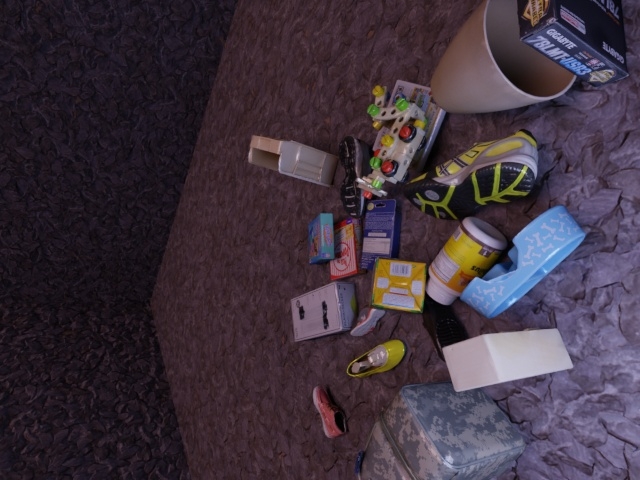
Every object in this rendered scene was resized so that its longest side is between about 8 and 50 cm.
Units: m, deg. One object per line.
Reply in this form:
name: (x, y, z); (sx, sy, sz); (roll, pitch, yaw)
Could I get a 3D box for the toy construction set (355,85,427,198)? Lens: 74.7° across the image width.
toy construction set: (0.189, -0.267, 1.197); (0.215, 0.151, 0.327); (33, 113, 46)

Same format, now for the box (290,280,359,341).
box: (0.011, 0.261, 1.502); (0.290, 0.087, 0.168); (-31, 61, 49)

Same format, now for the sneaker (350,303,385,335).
sneaker: (0.149, 0.245, 1.349); (0.158, 0.061, 0.064); (-51, 36, 24)

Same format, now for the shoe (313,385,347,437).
shoe: (0.035, 0.584, 1.448); (0.081, 0.064, 0.177); (-42, 59, 42)

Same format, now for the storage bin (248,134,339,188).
storage bin: (-0.109, -0.309, 1.606); (0.262, 0.261, 0.123); (28, 104, 52)

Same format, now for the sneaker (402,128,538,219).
sneaker: (0.371, -0.157, 1.056); (0.385, 0.145, 0.147); (-8, 46, 57)

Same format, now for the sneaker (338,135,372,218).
sneaker: (0.130, -0.208, 1.396); (0.100, 0.108, 0.271); (2, 93, 51)

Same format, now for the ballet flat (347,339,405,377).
ballet flat: (0.162, 0.370, 1.285); (0.231, 0.077, 0.077); (-44, 51, 42)

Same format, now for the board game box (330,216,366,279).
board game box: (0.089, 0.033, 1.461); (0.147, 0.045, 0.193); (-24, 66, 52)

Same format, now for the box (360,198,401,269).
box: (0.192, -0.015, 1.333); (0.137, 0.037, 0.224); (3, 88, 54)

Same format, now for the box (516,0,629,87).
box: (0.473, -0.474, 0.790); (0.073, 0.296, 0.292); (-15, 73, 55)

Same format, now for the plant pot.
plant pot: (0.388, -0.405, 0.973); (0.274, 0.257, 0.256); (173, 101, -70)

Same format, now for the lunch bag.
lunch bag: (0.254, 0.476, 0.950); (0.212, 0.306, 0.255); (51, 124, 45)

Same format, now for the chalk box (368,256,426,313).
chalk box: (0.207, 0.133, 1.163); (0.213, 0.133, 0.131); (70, -152, -77)

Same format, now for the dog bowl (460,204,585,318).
dog bowl: (0.431, 0.058, 0.897); (0.074, 0.166, 0.297); (53, 127, 28)

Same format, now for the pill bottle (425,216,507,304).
pill bottle: (0.350, 0.056, 1.036); (0.214, 0.118, 0.117); (-62, 41, 29)

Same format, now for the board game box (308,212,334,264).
board game box: (0.000, 0.000, 1.523); (0.210, 0.047, 0.159); (149, 120, -75)

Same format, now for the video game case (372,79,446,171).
video game case: (0.265, -0.345, 1.249); (0.206, 0.026, 0.226); (39, 117, 44)

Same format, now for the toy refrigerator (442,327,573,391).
toy refrigerator: (0.378, 0.232, 0.841); (0.102, 0.270, 0.094); (-39, 55, 46)

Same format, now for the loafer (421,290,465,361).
loafer: (0.316, 0.224, 1.109); (0.078, 0.080, 0.219); (105, 161, -53)
